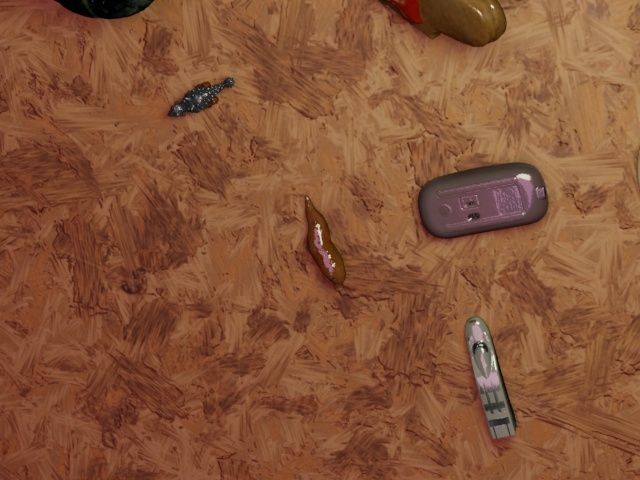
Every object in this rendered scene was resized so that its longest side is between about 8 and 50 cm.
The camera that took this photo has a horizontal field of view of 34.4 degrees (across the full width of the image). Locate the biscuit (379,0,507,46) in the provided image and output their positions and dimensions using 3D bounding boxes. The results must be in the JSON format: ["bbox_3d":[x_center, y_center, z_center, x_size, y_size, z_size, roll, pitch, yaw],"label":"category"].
[{"bbox_3d":[0.149,-0.480,1.603,0.368,0.076,0.394,42,158,16],"label":"biscuit"}]

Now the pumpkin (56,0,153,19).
[{"bbox_3d":[-0.386,-0.539,1.794,0.315,0.238,0.315,4,112,11],"label":"pumpkin"}]

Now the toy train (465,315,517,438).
[{"bbox_3d":[0.317,0.258,1.953,0.052,0.051,0.233,-14,103,15],"label":"toy train"}]

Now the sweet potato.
[{"bbox_3d":[0.000,0.000,1.961,0.056,0.056,0.194,-18,96,20],"label":"sweet potato"}]

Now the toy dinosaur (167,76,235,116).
[{"bbox_3d":[-0.223,-0.268,1.933,0.154,0.055,0.049,-25,96,24],"label":"toy dinosaur"}]

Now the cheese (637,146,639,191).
[{"bbox_3d":[0.586,-0.182,1.737,0.127,0.050,0.255,-9,105,18],"label":"cheese"}]

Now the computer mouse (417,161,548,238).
[{"bbox_3d":[0.290,-0.071,1.852,0.232,0.057,0.120,-12,104,21],"label":"computer mouse"}]
